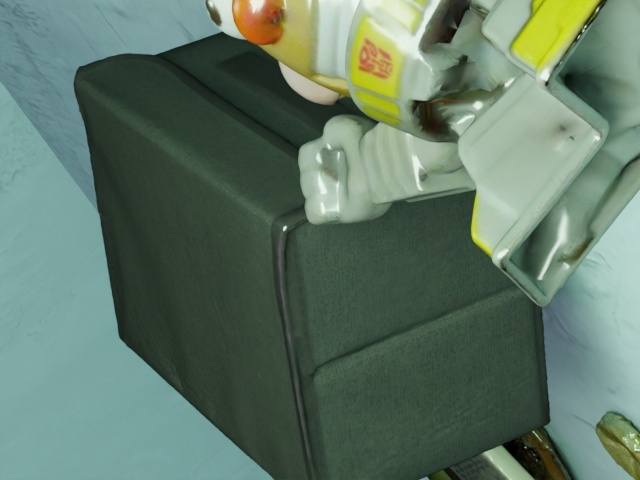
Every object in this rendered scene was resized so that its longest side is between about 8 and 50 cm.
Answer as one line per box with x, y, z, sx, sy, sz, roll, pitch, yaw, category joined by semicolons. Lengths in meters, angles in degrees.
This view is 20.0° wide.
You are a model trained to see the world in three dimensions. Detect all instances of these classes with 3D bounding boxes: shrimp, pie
0.182;0.188;1.795;0.195;0.035;0.148;38;164;37;shrimp
0.259;0.176;1.506;0.084;0.020;0.084;50;170;11;pie

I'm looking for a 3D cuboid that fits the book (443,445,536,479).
0.066;0.128;1.825;0.379;0.031;0.264;46;169;5;book

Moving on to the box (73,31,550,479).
-0.010;0.004;1.345;0.345;0.204;0.251;36;140;52;box

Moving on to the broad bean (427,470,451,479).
0.159;0.264;2.003;0.174;0.082;0.124;50;168;0;broad bean

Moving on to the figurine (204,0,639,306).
0.052;-0.128;0.971;0.167;0.343;0.285;-6;-140;-49;figurine
